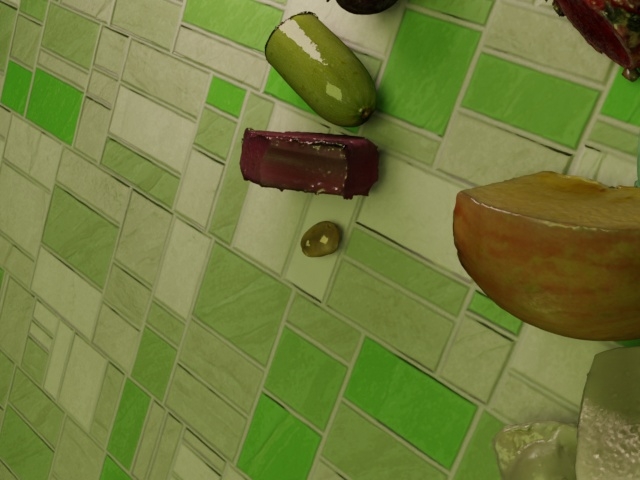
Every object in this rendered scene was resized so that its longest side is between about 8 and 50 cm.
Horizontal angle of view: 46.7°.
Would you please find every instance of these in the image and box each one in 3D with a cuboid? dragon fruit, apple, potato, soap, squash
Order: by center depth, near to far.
[{"bbox_3d":[0.420,-0.332,1.040,0.147,0.211,0.282,-56,35,17],"label":"dragon fruit"},{"bbox_3d":[0.374,0.015,1.040,0.309,0.314,0.252,28,77,47],"label":"apple"},{"bbox_3d":[0.013,-0.301,1.379,0.132,0.132,0.247,-50,65,27],"label":"squash"},{"bbox_3d":[-0.033,-0.150,1.389,0.289,0.182,0.112,12,101,30],"label":"soap"},{"bbox_3d":[0.000,0.000,1.442,0.083,0.062,0.068,-19,50,8],"label":"potato"}]

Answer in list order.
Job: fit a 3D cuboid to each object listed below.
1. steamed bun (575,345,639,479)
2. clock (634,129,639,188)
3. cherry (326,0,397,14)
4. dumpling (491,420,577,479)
[{"bbox_3d":[0.454,0.277,1.027,0.146,0.164,0.242,-14,45,43],"label":"steamed bun"},{"bbox_3d":[0.525,-0.090,1.042,0.159,0.066,0.211,14,101,36],"label":"clock"},{"bbox_3d":[0.077,-0.500,1.297,0.195,0.195,0.195,2,93,37],"label":"cherry"},{"bbox_3d":[0.378,0.390,1.142,0.179,0.131,0.252,-22,90,13],"label":"dumpling"}]
